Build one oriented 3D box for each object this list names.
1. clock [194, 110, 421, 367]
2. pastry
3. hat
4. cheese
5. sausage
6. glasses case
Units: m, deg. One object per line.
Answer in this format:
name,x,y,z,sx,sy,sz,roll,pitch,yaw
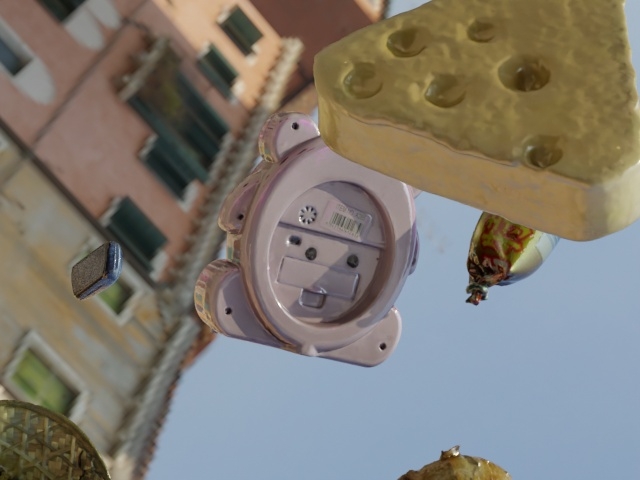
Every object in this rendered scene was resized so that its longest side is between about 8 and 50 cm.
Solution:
clock,0.000,0.000,1.955,0.113,0.296,0.322,22,-83,67
pastry,0.191,0.402,2.038,0.218,0.229,0.100,-55,-142,23
hat,-0.206,0.174,0.885,0.146,0.146,0.067,-48,-170,-22
cheese,0.167,-0.158,1.542,0.384,0.104,0.384,-4,-133,4
sausage,0.285,-0.036,1.995,0.125,0.117,0.317,13,-118,48
glasses case,-0.188,0.027,1.208,0.083,0.023,0.033,-30,-119,54
